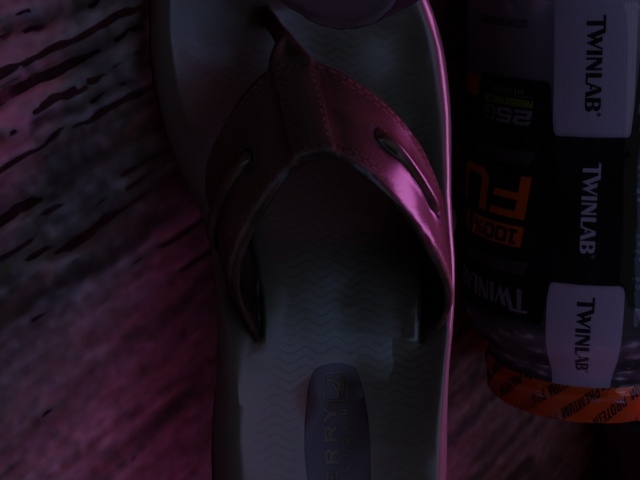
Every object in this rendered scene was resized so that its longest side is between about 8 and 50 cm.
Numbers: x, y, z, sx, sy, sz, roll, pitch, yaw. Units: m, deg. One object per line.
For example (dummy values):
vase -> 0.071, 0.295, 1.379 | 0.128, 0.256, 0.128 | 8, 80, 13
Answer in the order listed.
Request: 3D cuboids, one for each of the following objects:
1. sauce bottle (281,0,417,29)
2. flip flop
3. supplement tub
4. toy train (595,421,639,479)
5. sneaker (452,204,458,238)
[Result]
sauce bottle -> 0.104, -0.172, 0.535 | 0.344, 0.111, 0.111 | -39, 124, -39
flip flop -> 0.000, 0.000, 0.499 | 0.112, 0.080, 0.277 | -2, 87, -10
supplement tub -> 0.120, -0.024, 0.618 | 0.117, 0.117, 0.190 | -12, 109, -38
toy train -> 0.242, 0.040, 0.733 | 0.190, 0.142, 0.334 | -6, 106, -29
sneaker -> 0.025, -0.018, 0.588 | 0.109, 0.044, 0.040 | 26, 83, -43
